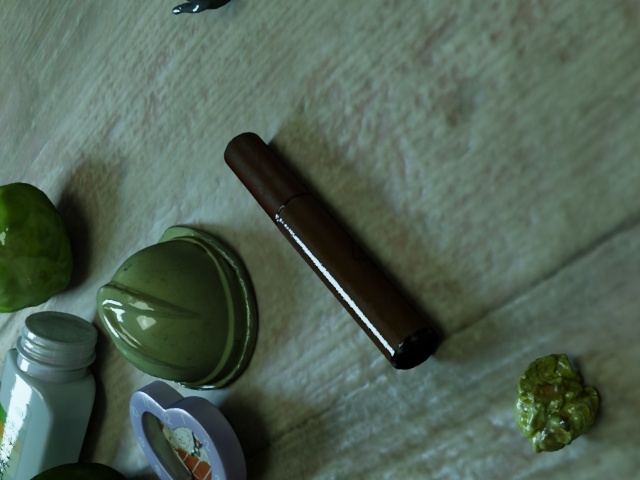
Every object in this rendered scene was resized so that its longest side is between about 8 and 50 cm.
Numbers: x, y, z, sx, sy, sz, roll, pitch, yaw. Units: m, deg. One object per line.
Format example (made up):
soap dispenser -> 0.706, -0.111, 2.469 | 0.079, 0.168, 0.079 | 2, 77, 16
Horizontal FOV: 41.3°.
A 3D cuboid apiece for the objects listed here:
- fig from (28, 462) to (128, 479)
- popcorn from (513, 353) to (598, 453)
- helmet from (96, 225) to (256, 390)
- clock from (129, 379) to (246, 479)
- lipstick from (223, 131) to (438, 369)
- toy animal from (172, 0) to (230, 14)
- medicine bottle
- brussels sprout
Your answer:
fig -> -0.333, 0.377, 1.163 | 0.245, 0.196, 0.195 | -122, 48, -68
popcorn -> 0.190, 0.134, 0.703 | 0.068, 0.060, 0.083 | -8, 73, 46
helmet -> -0.210, 0.083, 1.072 | 0.258, 0.137, 0.204 | 27, 107, 44
clock -> -0.151, 0.258, 1.044 | 0.198, 0.064, 0.172 | 8, 117, 48
lipstick -> 0.000, 0.000, 0.913 | 0.356, 0.057, 0.057 | 48, 121, 37
toy animal -> -0.130, -0.408, 1.061 | 0.137, 0.082, 0.269 | 37, 110, 38
medicine bottle -> -0.435, 0.274, 1.312 | 0.179, 0.124, 0.324 | 35, 111, 43
brussels sprout -> -0.487, 0.012, 1.350 | 0.223, 0.161, 0.223 | 7, 100, 44
